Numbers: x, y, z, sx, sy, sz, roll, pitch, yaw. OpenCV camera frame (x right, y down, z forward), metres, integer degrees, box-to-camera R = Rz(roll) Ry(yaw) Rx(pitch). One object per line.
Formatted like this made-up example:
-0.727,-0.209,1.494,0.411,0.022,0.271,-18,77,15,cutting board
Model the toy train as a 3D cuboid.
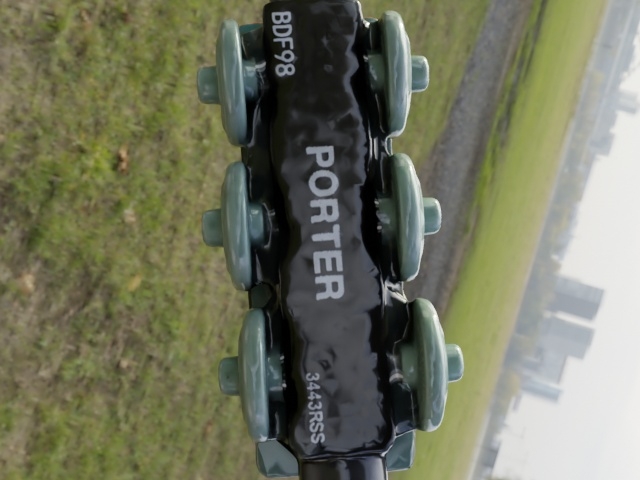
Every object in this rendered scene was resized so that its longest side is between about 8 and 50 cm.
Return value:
0.000,0.000,0.623,0.190,0.142,0.333,103,-18,-79,toy train
